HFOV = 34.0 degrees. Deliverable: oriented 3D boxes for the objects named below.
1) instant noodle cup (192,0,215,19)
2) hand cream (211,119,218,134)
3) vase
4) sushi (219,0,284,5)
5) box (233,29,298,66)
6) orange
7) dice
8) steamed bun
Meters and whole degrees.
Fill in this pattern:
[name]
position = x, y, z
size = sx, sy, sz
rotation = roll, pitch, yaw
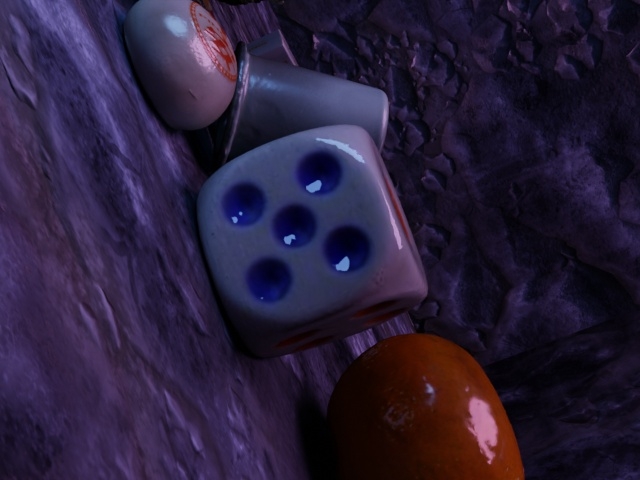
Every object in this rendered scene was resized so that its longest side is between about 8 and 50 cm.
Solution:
[instant noodle cup]
position = -0.289, -0.482, 1.923
size = 0.274, 0.091, 0.274
rotation = -22, 90, -82
[hand cream]
position = -0.211, -0.307, 2.070
size = 0.111, 0.070, 0.312
rotation = 21, 52, -82
[vase]
position = -0.037, -0.220, 1.926
size = 0.245, 0.291, 0.245
rotation = -169, -90, -77
[sushi]
position = -0.103, -0.570, 1.826
size = 0.178, 0.352, 0.294
rotation = 44, 25, -75
[box]
position = -0.119, -0.387, 2.555
size = 0.233, 0.150, 0.067
rotation = 59, 10, -49
[orange]
position = 0.173, 0.376, 1.872
size = 0.424, 0.326, 0.423
rotation = 158, -90, -85
[dice]
position = -0.013, 0.003, 1.712
size = 0.277, 0.304, 0.304
rotation = 41, 29, -74
[steamed bun]
position = -0.218, -0.303, 1.733
size = 0.232, 0.145, 0.231
rotation = -22, 90, -82
